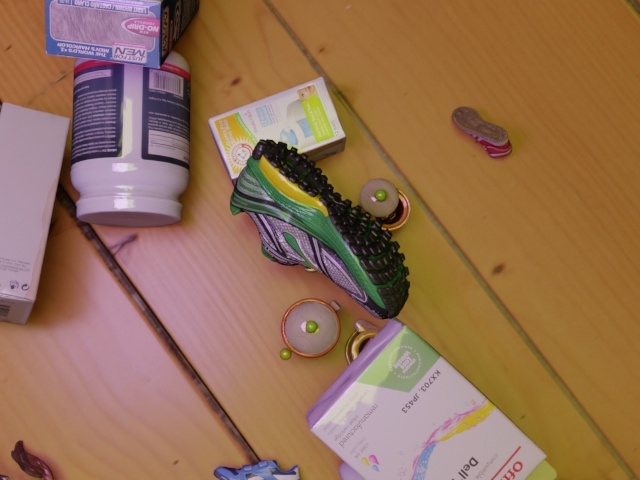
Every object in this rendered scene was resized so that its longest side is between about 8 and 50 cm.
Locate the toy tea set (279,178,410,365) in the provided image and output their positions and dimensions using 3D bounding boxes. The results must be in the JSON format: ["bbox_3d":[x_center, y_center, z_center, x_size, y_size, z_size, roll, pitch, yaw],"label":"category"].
[{"bbox_3d":[0.049,0.059,1.721,0.200,0.124,0.336,8,82,1],"label":"toy tea set"}]

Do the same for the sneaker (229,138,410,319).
[{"bbox_3d":[0.000,0.000,1.649,0.343,0.134,0.146,45,118,19],"label":"sneaker"}]

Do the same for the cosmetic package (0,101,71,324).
[{"bbox_3d":[-0.483,-0.039,1.671,0.113,0.160,0.309,13,68,-17],"label":"cosmetic package"}]

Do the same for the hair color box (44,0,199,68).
[{"bbox_3d":[-0.301,-0.380,1.672,0.174,0.347,0.105,7,117,0],"label":"hair color box"}]

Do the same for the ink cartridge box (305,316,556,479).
[{"bbox_3d":[0.175,0.306,1.536,0.353,0.119,0.207,42,87,-5],"label":"ink cartridge box"}]

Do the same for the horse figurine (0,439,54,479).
[{"bbox_3d":[-0.477,0.459,1.689,0.174,0.066,0.263,9,85,8],"label":"horse figurine"}]

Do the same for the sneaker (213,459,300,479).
[{"bbox_3d":[-0.100,0.379,1.712,0.144,0.053,0.059,13,83,-7],"label":"sneaker"}]

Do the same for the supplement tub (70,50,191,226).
[{"bbox_3d":[-0.306,-0.168,1.716,0.191,0.191,0.272,0,82,-1],"label":"supplement tub"}]

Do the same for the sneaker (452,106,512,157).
[{"bbox_3d":[0.277,-0.182,1.806,0.042,0.067,0.118,-49,55,-4],"label":"sneaker"}]

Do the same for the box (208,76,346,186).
[{"bbox_3d":[-0.071,-0.175,1.764,0.203,0.103,0.114,-20,82,-3],"label":"box"}]

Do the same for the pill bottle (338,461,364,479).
[{"bbox_3d":[0.172,0.352,1.670,0.264,0.146,0.146,-31,83,-4],"label":"pill bottle"}]
